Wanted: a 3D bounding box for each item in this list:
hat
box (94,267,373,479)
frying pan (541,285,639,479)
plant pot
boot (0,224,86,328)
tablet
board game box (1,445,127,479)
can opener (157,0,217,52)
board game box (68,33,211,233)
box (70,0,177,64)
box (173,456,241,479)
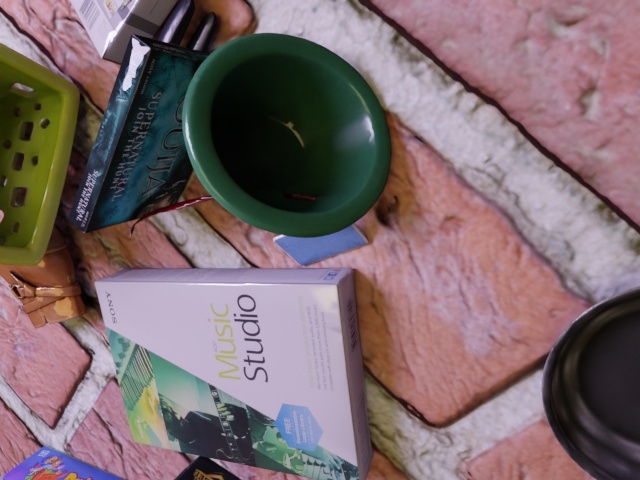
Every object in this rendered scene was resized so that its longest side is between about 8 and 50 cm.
[{"bbox_3d":[-0.065,-0.080,0.422,0.208,0.183,0.173,10,80,-22],"label":"hat"},{"bbox_3d":[-0.108,0.149,0.498,0.322,0.058,0.232,-2,103,24],"label":"box"},{"bbox_3d":[0.286,0.059,0.313,0.197,0.053,0.326,9,106,19],"label":"frying pan"},{"bbox_3d":[-0.441,-0.102,0.451,0.207,0.227,0.228,3,81,29],"label":"plant pot"},{"bbox_3d":[-0.427,0.052,0.597,0.197,0.073,0.152,-9,105,27],"label":"boot"},{"bbox_3d":[0.000,0.000,0.423,0.083,0.006,0.054,-20,137,25],"label":"tablet"},{"bbox_3d":[-0.396,0.548,0.715,0.233,0.078,0.347,9,108,20],"label":"board game box"},{"bbox_3d":[-0.165,-0.159,0.441,0.186,0.059,0.073,-49,56,16],"label":"can opener"},{"bbox_3d":[-0.160,-0.097,0.413,0.026,0.126,0.186,39,116,9],"label":"board game box"},{"bbox_3d":[-0.177,-0.288,0.402,0.186,0.038,0.145,-40,75,27],"label":"box"},{"bbox_3d":[-0.088,0.482,0.557,0.322,0.079,0.257,26,104,14],"label":"box"}]
